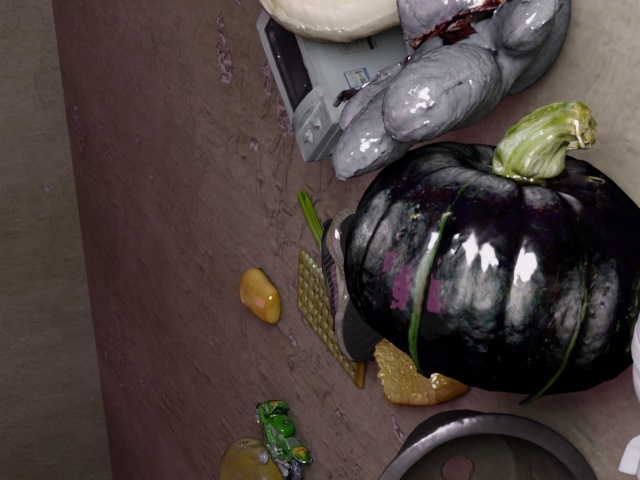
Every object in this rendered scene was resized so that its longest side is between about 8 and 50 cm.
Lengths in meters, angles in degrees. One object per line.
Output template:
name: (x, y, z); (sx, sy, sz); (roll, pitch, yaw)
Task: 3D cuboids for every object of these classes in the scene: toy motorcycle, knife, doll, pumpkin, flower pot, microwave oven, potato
toy motorcycle: (-0.076, 0.373, 1.953); (0.190, 0.074, 0.106); (57, 141, 36)
knife: (0.000, 0.000, 1.634); (0.026, 0.022, 0.184); (-36, 67, 36)
doll: (0.114, -0.182, 0.933); (0.246, 0.340, 0.158); (-32, 93, 48)
pumpkin: (0.168, -0.007, 0.942); (0.296, 0.296, 0.295); (42, 139, 52)
flower pot: (0.176, 0.297, 1.187); (0.166, 0.269, 0.269); (-102, 5, -75)
microwave oven: (0.027, -0.221, 1.282); (0.208, 0.162, 0.122); (70, 155, 14)
potato: (-0.121, 0.484, 2.030); (0.154, 0.137, 0.200); (55, 171, -36)

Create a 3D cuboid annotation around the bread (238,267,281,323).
bread: (-0.117, 0.105, 1.904); (0.115, 0.056, 0.082); (52, 147, 44)

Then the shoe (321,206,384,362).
shoe: (0.048, 0.060, 1.485); (0.112, 0.099, 0.227); (-156, 60, -69)

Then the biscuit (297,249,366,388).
biscuit: (0.016, 0.123, 1.675); (0.231, 0.016, 0.139); (50, 147, 45)

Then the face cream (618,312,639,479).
face cream: (0.327, 0.079, 0.814); (0.145, 0.145, 0.369); (49, 146, 46)

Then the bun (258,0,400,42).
bun: (0.044, -0.352, 1.142); (0.287, 0.146, 0.287); (0, 91, 30)

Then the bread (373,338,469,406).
bread: (0.131, 0.175, 1.397); (0.187, 0.065, 0.103); (-8, 101, 67)
